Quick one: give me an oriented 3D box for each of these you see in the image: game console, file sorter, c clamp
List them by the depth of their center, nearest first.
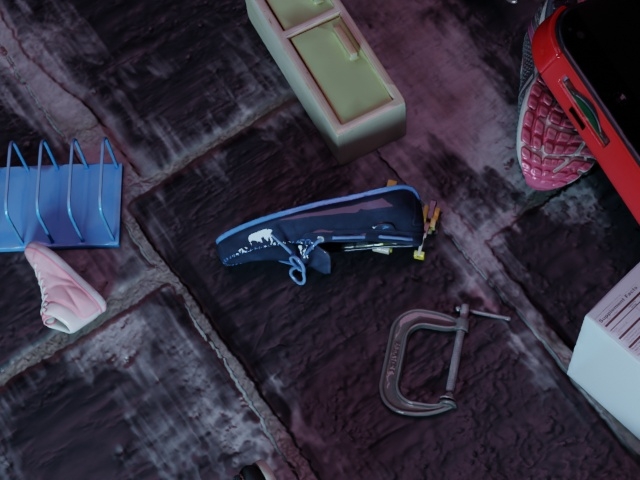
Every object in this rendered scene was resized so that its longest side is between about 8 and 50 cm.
[{"bbox_3d":[0.144,0.142,1.707,0.137,0.022,0.160,15,66,10],"label":"c clamp"},{"bbox_3d":[0.472,-0.158,1.746,0.342,0.060,0.386,-22,73,-30],"label":"game console"},{"bbox_3d":[-0.343,-0.062,1.786,0.170,0.104,0.118,-2,66,2],"label":"file sorter"}]

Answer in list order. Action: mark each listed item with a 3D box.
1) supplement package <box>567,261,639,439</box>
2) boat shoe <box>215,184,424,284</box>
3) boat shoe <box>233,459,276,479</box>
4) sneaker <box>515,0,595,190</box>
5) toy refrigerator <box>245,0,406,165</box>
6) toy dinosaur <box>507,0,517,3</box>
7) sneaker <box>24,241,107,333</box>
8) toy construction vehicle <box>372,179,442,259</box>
[{"bbox_3d":[0.411,0.139,1.598,0.149,0.194,0.203,-41,70,-15],"label":"supplement package"},{"bbox_3d":[0.000,0.000,1.729,0.258,0.109,0.089,-15,84,11],"label":"boat shoe"},{"bbox_3d":[-0.077,0.410,1.539,0.113,0.127,0.340,-6,74,-13],"label":"boat shoe"},{"bbox_3d":[0.306,-0.190,1.801,0.121,0.112,0.299,22,62,-11],"label":"sneaker"},{"bbox_3d":[0.004,-0.242,1.855,0.102,0.094,0.269,-26,66,-8],"label":"toy refrigerator"},{"bbox_3d":[0.179,-0.427,1.923,0.200,0.127,0.295,-15,77,4],"label":"toy dinosaur"},{"bbox_3d":[-0.335,0.062,1.756,0.134,0.051,0.070,40,68,15],"label":"sneaker"},{"bbox_3d":[0.106,-0.027,1.781,0.086,0.035,0.098,15,67,10],"label":"toy construction vehicle"}]
